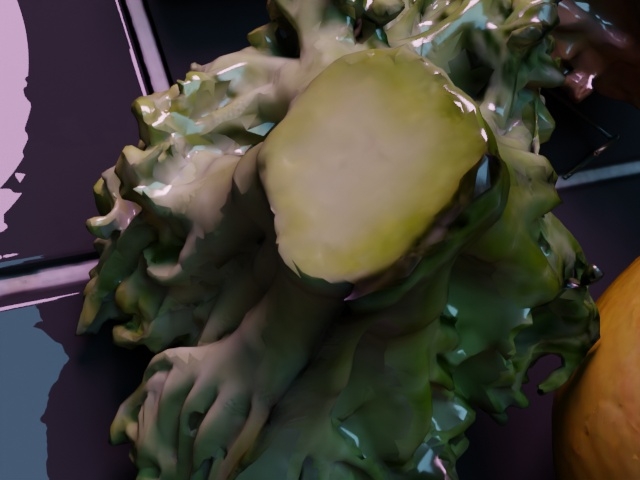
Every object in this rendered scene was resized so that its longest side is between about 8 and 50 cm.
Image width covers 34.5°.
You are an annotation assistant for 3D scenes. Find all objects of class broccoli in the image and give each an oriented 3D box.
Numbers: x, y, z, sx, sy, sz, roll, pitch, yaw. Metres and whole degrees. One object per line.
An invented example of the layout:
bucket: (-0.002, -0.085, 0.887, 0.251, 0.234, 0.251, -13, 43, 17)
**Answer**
broccoli: (0.000, 0.000, 0.432, 0.248, 0.245, 0.288, -10, 71, 3)

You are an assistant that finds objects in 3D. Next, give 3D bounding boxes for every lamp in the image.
lamp: (0.138, -0.097, 0.662, 0.121, 0.041, 0.054, 48, 49, 4)

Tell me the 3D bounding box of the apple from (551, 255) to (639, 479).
apple: (0.258, 0.104, 0.498, 0.286, 0.286, 0.233, 47, 54, -1)

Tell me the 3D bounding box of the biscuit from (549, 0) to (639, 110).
biscuit: (0.081, -0.225, 0.623, 0.366, 0.115, 0.268, 16, 54, -14)
